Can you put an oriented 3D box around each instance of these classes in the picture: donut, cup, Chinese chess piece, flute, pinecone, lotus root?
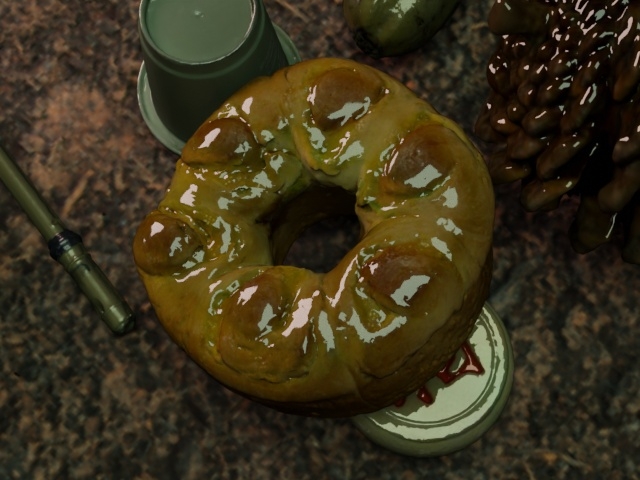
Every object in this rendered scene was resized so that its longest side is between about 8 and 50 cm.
[{"bbox_3d":[0.001,0.002,0.910,0.226,0.114,0.227,-5,67,12],"label":"donut"},{"bbox_3d":[-0.071,-0.122,0.978,0.120,0.141,0.120,0,74,2],"label":"cup"},{"bbox_3d":[0.068,0.083,0.961,0.122,0.051,0.122,0,74,0],"label":"Chinese chess piece"},{"bbox_3d":[-0.201,-0.027,1.008,0.027,0.027,0.233,-37,77,-11],"label":"flute"},{"bbox_3d":[0.241,-0.089,0.936,0.309,0.244,0.244,31,74,-13],"label":"pinecone"},{"bbox_3d":[0.072,-0.208,1.035,0.089,0.080,0.179,32,80,-5],"label":"lotus root"}]
